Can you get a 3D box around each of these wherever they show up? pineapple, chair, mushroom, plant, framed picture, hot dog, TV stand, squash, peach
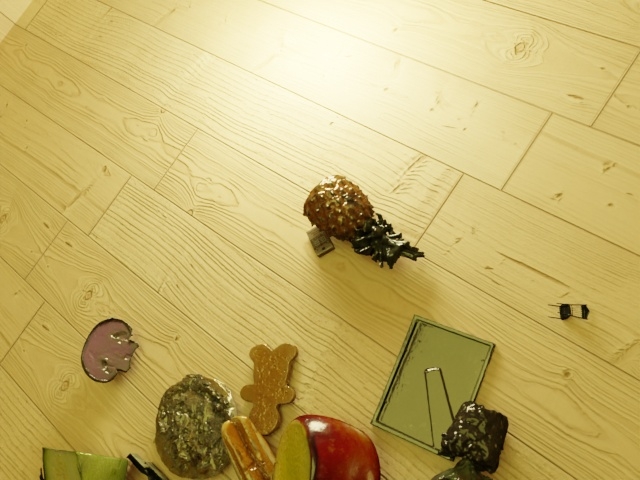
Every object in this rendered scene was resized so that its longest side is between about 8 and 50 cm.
[{"bbox_3d":[0.115,-0.030,1.626,0.340,0.169,0.169,39,88,19],"label":"pineapple"},{"bbox_3d":[0.564,0.162,1.416,0.086,0.042,0.037,8,71,-12],"label":"chair"},{"bbox_3d":[-0.625,0.323,1.812,0.117,0.141,0.188,-21,47,52],"label":"mushroom"},{"bbox_3d":[0.325,0.455,1.337,0.143,0.131,0.203,28,70,13],"label":"plant"},{"bbox_3d":[0.267,0.344,1.479,0.213,0.016,0.289,18,78,27],"label":"framed picture"},{"bbox_3d":[-0.164,0.552,1.534,0.102,0.076,0.249,-28,73,-19],"label":"hot dog"},{"bbox_3d":[-0.425,0.644,1.643,0.249,0.036,0.042,31,85,30],"label":"TV stand"},{"bbox_3d":[-0.634,0.715,1.610,0.234,0.210,0.308,-9,61,38],"label":"squash"},{"bbox_3d":[0.007,0.540,1.382,0.246,0.248,0.274,14,69,5],"label":"peach"}]

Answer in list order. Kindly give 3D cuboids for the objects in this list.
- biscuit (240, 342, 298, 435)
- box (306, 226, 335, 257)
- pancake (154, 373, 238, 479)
[{"bbox_3d":[-0.132,0.386,1.621,0.158,0.035,0.240,-1,69,25],"label":"biscuit"},{"bbox_3d":[0.000,0.000,1.722,0.053,0.024,0.083,-32,60,9],"label":"box"},{"bbox_3d":[-0.330,0.496,1.654,0.283,0.049,0.282,-9,66,21],"label":"pancake"}]
